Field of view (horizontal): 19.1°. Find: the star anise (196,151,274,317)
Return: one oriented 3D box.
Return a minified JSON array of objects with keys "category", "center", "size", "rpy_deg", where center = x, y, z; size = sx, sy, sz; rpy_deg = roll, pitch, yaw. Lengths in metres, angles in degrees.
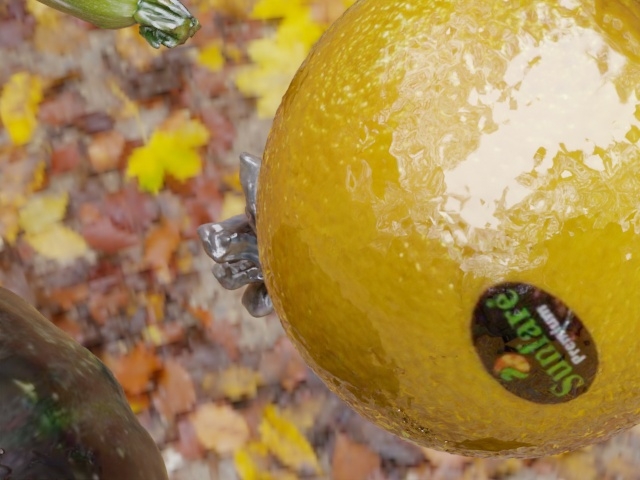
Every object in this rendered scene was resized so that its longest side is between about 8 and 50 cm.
[{"category":"star anise","center":[-0.001,-0.003,1.633],"size":[0.198,0.257,0.111],"rpy_deg":[-18,52,-7]}]

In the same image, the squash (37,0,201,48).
[{"category":"squash","center":[-0.200,-0.203,1.336],"size":[0.318,0.080,0.071],"rpy_deg":[22,69,44]}]

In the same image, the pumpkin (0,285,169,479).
[{"category":"pumpkin","center":[-0.286,0.229,1.082],"size":[0.454,0.344,0.454],"rpy_deg":[-5,73,16]}]

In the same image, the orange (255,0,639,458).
[{"category":"orange","center":[0.100,-0.023,0.969],"size":[0.274,0.274,0.274],"rpy_deg":[-1,60,2]}]
